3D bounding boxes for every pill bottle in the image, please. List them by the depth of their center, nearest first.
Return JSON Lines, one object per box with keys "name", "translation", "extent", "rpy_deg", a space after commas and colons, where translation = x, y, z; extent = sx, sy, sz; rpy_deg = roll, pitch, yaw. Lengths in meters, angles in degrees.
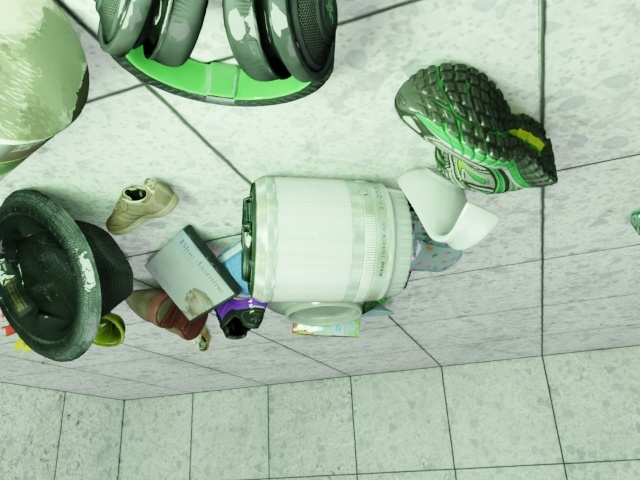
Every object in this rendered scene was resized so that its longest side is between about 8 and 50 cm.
{"name": "pill bottle", "translation": [-0.129, 0.041, 1.186], "extent": [0.124, 0.124, 0.221], "rpy_deg": [13, 154, -33]}

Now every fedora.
{"name": "fedora", "translation": [-0.461, 0.054, 1.024], "extent": [0.334, 0.334, 0.152], "rpy_deg": [-20, 178, 35]}

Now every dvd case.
{"name": "dvd case", "translation": [-0.291, 0.083, 1.245], "extent": [0.253, 0.180, 0.022], "rpy_deg": [-32, -172, 49]}

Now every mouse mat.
{"name": "mouse mat", "translation": [0.175, 0.118, 1.438], "extent": [0.153, 0.007, 0.189], "rpy_deg": [-29, 155, -18]}

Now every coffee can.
{"name": "coffee can", "translation": [-0.414, -0.147, 0.602], "extent": [0.275, 0.201, 0.201], "rpy_deg": [-21, 152, 36]}

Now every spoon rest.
{"name": "spoon rest", "translation": [0.196, -0.053, 0.895], "extent": [0.137, 0.084, 0.276], "rpy_deg": [25, -165, -11]}

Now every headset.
{"name": "headset", "translation": [-0.092, -0.253, 0.534], "extent": [0.243, 0.185, 0.394], "rpy_deg": [5, 171, -9]}

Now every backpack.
{"name": "backpack", "translation": [0.200, -0.001, 1.144], "extent": [0.182, 0.115, 0.152], "rpy_deg": [6, 153, -26]}

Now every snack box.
{"name": "snack box", "translation": [0.022, 0.270, 1.763], "extent": [0.207, 0.070, 0.174], "rpy_deg": [4, 170, 3]}

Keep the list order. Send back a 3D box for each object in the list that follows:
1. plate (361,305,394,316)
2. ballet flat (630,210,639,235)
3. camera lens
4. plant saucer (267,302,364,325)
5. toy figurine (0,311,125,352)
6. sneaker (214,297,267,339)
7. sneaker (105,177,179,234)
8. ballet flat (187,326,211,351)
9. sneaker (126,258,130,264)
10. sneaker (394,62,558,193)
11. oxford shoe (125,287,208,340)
{"name": "plate", "translation": [0.137, 0.221, 1.752], "extent": [0.188, 0.024, 0.188], "rpy_deg": [-1, 167, 0]}
{"name": "ballet flat", "translation": [0.759, -0.047, 1.167], "extent": [0.188, 0.070, 0.070], "rpy_deg": [-16, 154, 28]}
{"name": "camera lens", "translation": [0.000, 0.000, 0.982], "extent": [0.274, 0.219, 0.219], "rpy_deg": [1, 157, -10]}
{"name": "plant saucer", "translation": [0.007, 0.160, 1.523], "extent": [0.400, 0.100, 0.400], "rpy_deg": [-2, 158, -1]}
{"name": "toy figurine", "translation": [-0.619, 0.165, 1.461], "extent": [0.362, 0.191, 0.217], "rpy_deg": [-4, -172, 18]}
{"name": "sneaker", "translation": [-0.236, 0.182, 1.441], "extent": [0.102, 0.146, 0.293], "rpy_deg": [13, 166, -34]}
{"name": "sneaker", "translation": [-0.338, -0.068, 1.007], "extent": [0.188, 0.066, 0.071], "rpy_deg": [-18, 130, 32]}
{"name": "ballet flat", "translation": [-0.422, 0.331, 1.908], "extent": [0.080, 0.073, 0.232], "rpy_deg": [-6, 157, 5]}
{"name": "sneaker", "translation": [-0.553, 0.044, 1.222], "extent": [0.115, 0.105, 0.281], "rpy_deg": [23, -177, 42]}
{"name": "sneaker", "translation": [0.213, -0.132, 0.807], "extent": [0.146, 0.134, 0.343], "rpy_deg": [-21, 152, 38]}
{"name": "oxford shoe", "translation": [-0.423, 0.195, 1.580], "extent": [0.130, 0.123, 0.348], "rpy_deg": [19, 164, 17]}
